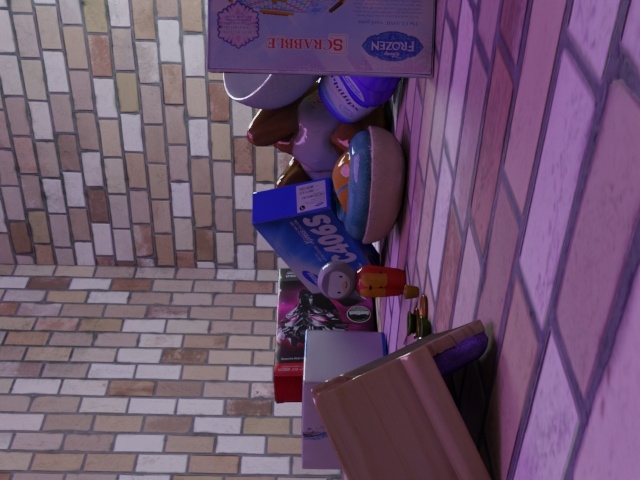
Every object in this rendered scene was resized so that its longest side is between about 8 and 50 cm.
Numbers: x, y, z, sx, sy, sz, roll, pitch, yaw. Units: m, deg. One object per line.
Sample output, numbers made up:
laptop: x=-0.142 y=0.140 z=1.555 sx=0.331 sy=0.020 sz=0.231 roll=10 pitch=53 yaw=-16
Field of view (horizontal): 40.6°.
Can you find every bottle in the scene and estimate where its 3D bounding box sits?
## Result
bottle: x=0.082 y=-0.298 z=1.580 sx=0.118 sy=0.092 sz=0.283 roll=51 pitch=163 yaw=-6

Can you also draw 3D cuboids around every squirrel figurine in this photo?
squirrel figurine: x=0.041 y=-0.185 z=1.927 sx=0.370 sy=0.281 sz=0.397 roll=78 pitch=-157 yaw=-45

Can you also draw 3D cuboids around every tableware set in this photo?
tableware set: x=0.136 y=0.117 z=1.250 sx=0.154 sy=0.024 sz=0.104 roll=-90 pitch=2 yaw=-61

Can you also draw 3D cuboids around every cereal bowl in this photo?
cereal bowl: x=-0.056 y=-0.413 z=1.726 sx=0.339 sy=0.141 sz=0.338 roll=-35 pitch=46 yaw=48

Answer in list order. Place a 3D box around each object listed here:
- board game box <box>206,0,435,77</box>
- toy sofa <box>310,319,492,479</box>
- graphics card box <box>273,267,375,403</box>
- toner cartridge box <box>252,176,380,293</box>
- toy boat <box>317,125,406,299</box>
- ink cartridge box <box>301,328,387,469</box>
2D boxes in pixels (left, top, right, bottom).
board game box: x=0.002 y=-0.389 z=1.203 sx=0.066 sy=0.319 sz=0.317 roll=-88 pitch=0 yaw=-82
toy sofa: x=0.097 y=0.196 z=0.936 sx=0.362 sy=0.177 sz=0.150 roll=101 pitch=146 yaw=-81
graphics card box: x=0.012 y=0.209 z=2.008 sx=0.371 sy=0.233 sz=0.094 roll=-89 pitch=-3 yaw=-53
toner cartridge box: x=0.000 y=0.000 z=1.787 sx=0.348 sy=0.165 sz=0.075 roll=52 pitch=-147 yaw=-56
toy boat: x=0.071 y=-0.044 z=1.525 sx=0.267 sy=0.148 sz=0.318 roll=94 pitch=177 yaw=-63
ink cartridge box: x=0.046 y=0.326 z=1.760 sx=0.171 sy=0.168 sz=0.232 roll=-90 pitch=2 yaw=-58
